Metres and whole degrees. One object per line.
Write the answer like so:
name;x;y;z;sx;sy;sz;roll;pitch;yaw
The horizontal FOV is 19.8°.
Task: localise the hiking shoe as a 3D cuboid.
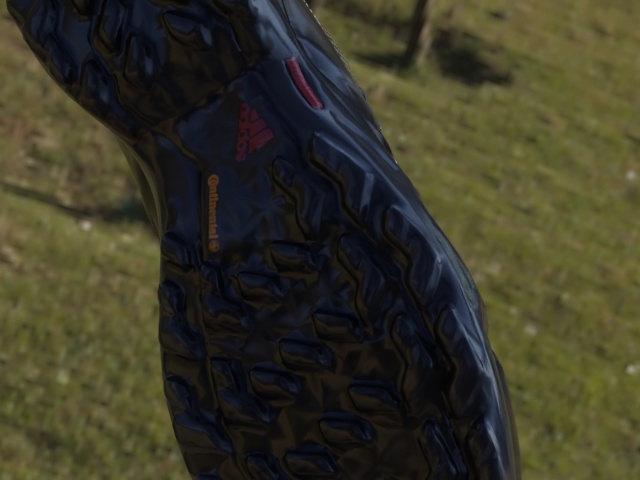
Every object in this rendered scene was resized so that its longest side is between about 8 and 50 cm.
hiking shoe;0.000;0.000;0.493;0.227;0.086;0.114;67;17;10
